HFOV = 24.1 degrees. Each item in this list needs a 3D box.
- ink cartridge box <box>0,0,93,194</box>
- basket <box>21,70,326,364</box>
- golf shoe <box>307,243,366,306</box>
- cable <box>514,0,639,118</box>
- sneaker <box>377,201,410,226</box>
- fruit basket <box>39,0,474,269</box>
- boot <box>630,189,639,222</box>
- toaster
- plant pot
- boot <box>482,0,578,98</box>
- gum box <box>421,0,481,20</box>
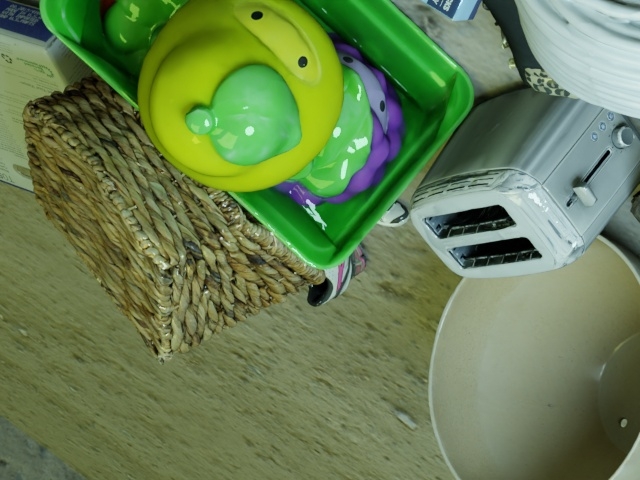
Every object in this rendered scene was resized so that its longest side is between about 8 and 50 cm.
[{"bbox_3d":[-0.388,-0.181,1.914,0.324,0.071,0.330,19,150,30],"label":"ink cartridge box"},{"bbox_3d":[-0.155,-0.063,1.614,0.299,0.223,0.213,49,153,31],"label":"basket"},{"bbox_3d":[0.000,0.000,1.722,0.067,0.086,0.186,20,145,34],"label":"golf shoe"},{"bbox_3d":[0.252,-0.187,0.991,0.257,0.257,0.089,44,163,31],"label":"cable"},{"bbox_3d":[0.060,-0.044,1.646,0.083,0.032,0.037,25,149,21],"label":"sneaker"},{"bbox_3d":[-0.057,-0.160,1.343,0.392,0.283,0.392,37,166,11],"label":"fruit basket"},{"bbox_3d":[0.372,0.034,1.352,0.229,0.091,0.263,48,179,17],"label":"boot"},{"bbox_3d":[0.181,-0.053,1.379,0.227,0.146,0.129,-8,127,53],"label":"toaster"},{"bbox_3d":[0.274,0.139,1.477,0.191,0.284,0.284,14,169,-39],"label":"plant pot"},{"bbox_3d":[0.142,-0.212,1.260,0.236,0.085,0.178,18,149,34],"label":"boot"},{"bbox_3d":[0.073,-0.283,1.163,0.184,0.041,0.157,36,115,21],"label":"gum box"}]
